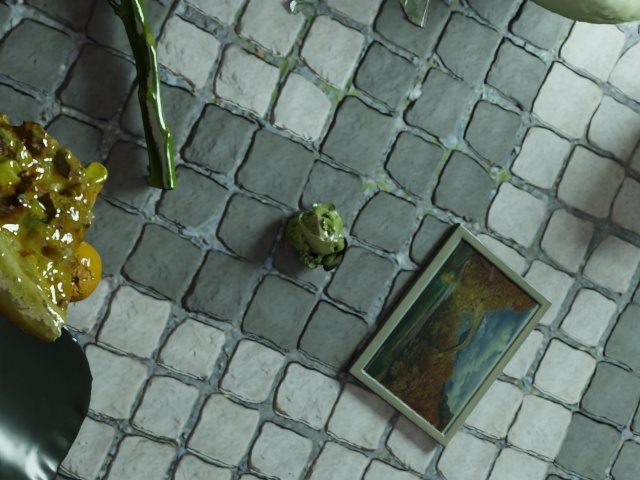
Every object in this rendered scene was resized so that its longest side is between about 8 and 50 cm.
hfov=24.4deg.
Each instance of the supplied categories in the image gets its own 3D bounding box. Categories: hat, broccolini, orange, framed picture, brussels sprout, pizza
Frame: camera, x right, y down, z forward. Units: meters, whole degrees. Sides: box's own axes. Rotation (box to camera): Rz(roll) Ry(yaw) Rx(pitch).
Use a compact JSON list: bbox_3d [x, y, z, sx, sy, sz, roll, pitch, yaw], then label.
[{"bbox_3d":[-0.463,0.161,1.715,0.366,0.257,0.381,-67,148,-33],"label":"hat"},{"bbox_3d":[-0.243,-0.247,1.772,0.079,0.074,0.392,-26,111,-56],"label":"broccolini"},{"bbox_3d":[-0.304,0.035,1.779,0.083,0.070,0.083,-4,103,-20],"label":"orange"},{"bbox_3d":[0.174,0.128,1.975,0.184,0.016,0.250,40,84,-18],"label":"framed picture"},{"bbox_3d":[0.000,0.000,1.882,0.085,0.058,0.085,-8,117,-15],"label":"brussels sprout"},{"bbox_3d":[-0.373,-0.042,1.657,0.258,0.087,0.268,29,43,-22],"label":"pizza"}]

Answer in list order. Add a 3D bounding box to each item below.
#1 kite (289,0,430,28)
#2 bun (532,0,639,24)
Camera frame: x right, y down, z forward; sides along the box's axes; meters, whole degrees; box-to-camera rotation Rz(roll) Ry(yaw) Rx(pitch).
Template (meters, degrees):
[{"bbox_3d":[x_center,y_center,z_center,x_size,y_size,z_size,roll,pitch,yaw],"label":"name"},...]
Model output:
[{"bbox_3d":[0.065,-0.357,1.879,0.250,0.012,0.229,-37,106,-9],"label":"kite"},{"bbox_3d":[0.348,-0.445,1.843,0.353,0.227,0.348,-3,98,-15],"label":"bun"}]
